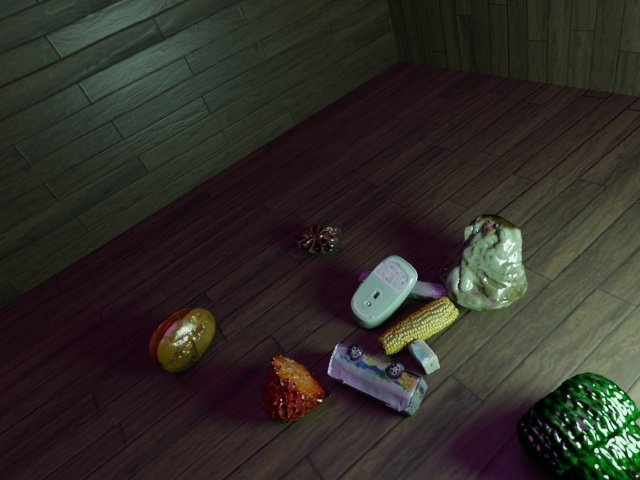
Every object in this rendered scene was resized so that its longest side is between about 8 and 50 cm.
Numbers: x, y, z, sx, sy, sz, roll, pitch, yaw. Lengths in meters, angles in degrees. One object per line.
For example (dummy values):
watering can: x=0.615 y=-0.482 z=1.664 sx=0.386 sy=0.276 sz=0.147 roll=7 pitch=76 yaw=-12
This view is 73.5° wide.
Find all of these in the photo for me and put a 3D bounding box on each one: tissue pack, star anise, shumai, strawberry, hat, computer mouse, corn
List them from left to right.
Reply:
strawberry: x=-0.102 y=0.501 z=1.401 sx=0.178 sy=0.234 sz=0.234 roll=-55 pitch=42 yaw=6
star anise: x=-0.004 y=-0.003 z=1.964 sx=0.214 sy=0.098 sz=0.220 roll=-15 pitch=33 yaw=-12
computer mouse: x=0.228 y=0.194 z=1.579 sx=0.288 sy=0.097 sz=0.159 roll=-49 pitch=60 yaw=-1
corn: x=0.341 y=0.288 z=1.455 sx=0.311 sy=0.101 sz=0.101 roll=-30 pitch=39 yaw=-8
tissue pack: x=0.332 y=0.372 z=1.383 sx=0.059 sy=0.074 sz=0.094 roll=-31 pitch=37 yaw=-5
shumai: x=0.559 y=0.051 z=1.466 sx=0.309 sy=0.263 sz=0.304 roll=24 pitch=44 yaw=34
hat: x=0.654 y=0.493 z=0.981 sx=0.274 sy=0.242 sz=0.332 roll=-38 pitch=53 yaw=1

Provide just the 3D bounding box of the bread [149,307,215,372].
bread: x=-0.541 y=0.386 z=1.696 sx=0.143 sy=0.195 sz=0.269 roll=3 pitch=42 yaw=42

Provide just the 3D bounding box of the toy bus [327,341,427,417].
toy bus: x=0.170 y=0.438 z=1.367 sx=0.317 sy=0.112 sz=0.137 roll=12 pitch=61 yaw=37

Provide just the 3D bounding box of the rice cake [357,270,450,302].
rice cake: x=0.315 y=0.178 z=1.625 sx=0.365 sy=0.056 sz=0.072 roll=7 pitch=55 yaw=32
